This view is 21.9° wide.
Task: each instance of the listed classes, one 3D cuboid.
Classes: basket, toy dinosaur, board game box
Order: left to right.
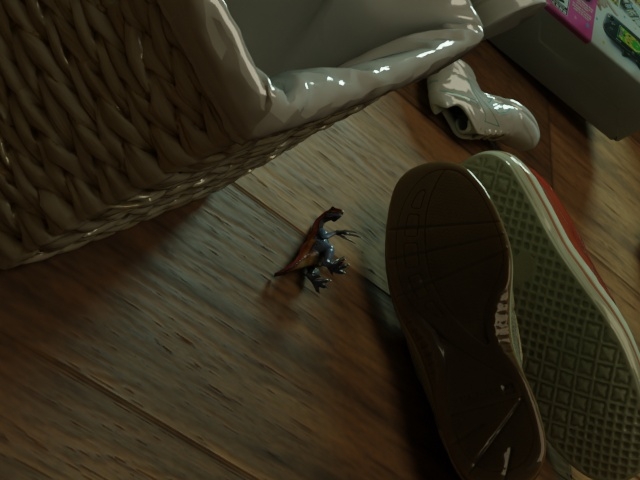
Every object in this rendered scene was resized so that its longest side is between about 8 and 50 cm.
[{"bbox_3d":[-0.115,-0.196,1.128,0.331,0.266,0.328,-28,90,-57],"label":"basket"},{"bbox_3d":[0.000,0.000,1.352,0.090,0.047,0.082,19,33,-34],"label":"toy dinosaur"},{"bbox_3d":[0.312,-0.299,1.890,0.224,0.097,0.303,35,49,-28],"label":"board game box"}]

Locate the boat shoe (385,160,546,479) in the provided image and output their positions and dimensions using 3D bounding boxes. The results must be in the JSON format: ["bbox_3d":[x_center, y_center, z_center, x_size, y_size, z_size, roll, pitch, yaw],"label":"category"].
[{"bbox_3d":[0.121,0.080,1.416,0.098,0.109,0.302,87,-10,-68],"label":"boat shoe"}]

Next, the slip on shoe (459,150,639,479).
[{"bbox_3d":[0.226,0.067,1.548,0.101,0.123,0.331,-1,63,-58],"label":"slip on shoe"}]

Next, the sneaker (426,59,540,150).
[{"bbox_3d":[0.159,-0.121,1.652,0.152,0.053,0.061,30,53,-31],"label":"sneaker"}]

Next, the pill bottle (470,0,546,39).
[{"bbox_3d":[0.148,-0.321,1.712,0.121,0.121,0.216,-16,80,-57],"label":"pill bottle"}]
